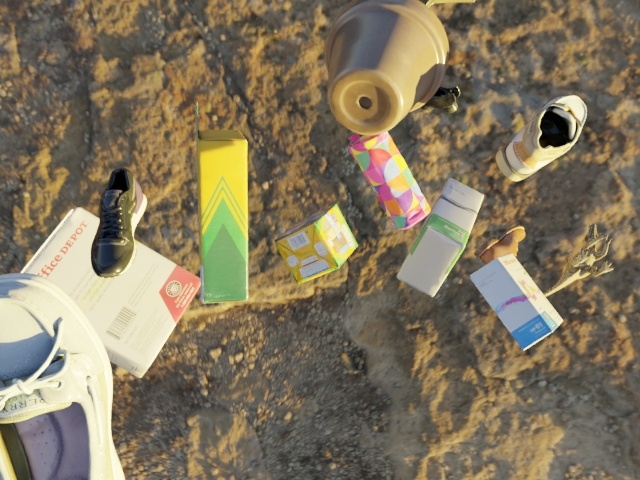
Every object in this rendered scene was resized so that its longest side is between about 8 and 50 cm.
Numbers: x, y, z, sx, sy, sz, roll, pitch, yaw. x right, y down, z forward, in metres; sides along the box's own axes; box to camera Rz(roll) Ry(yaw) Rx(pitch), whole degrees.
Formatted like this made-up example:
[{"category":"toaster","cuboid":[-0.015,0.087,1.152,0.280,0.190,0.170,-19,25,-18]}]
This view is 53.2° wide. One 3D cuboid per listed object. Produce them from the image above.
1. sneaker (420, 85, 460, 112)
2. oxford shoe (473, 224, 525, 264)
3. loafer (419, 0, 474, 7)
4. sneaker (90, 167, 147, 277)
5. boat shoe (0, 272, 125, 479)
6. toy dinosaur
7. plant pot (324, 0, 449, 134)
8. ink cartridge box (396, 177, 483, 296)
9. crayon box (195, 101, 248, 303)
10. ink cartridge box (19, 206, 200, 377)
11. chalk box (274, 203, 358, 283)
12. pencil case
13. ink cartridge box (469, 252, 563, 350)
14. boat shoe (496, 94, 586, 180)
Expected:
[{"category":"sneaker","cuboid":[0.333,-0.413,1.839,0.170,0.089,0.051,23,76,42]},{"category":"oxford shoe","cuboid":[0.468,0.021,1.616,0.212,0.076,0.076,-25,67,-43]},{"category":"loafer","cuboid":[0.355,-0.628,1.571,0.251,0.094,0.087,-25,93,4]},{"category":"sneaker","cuboid":[-0.482,-0.049,1.473,0.107,0.124,0.283,-3,49,1]},{"category":"boat shoe","cuboid":[-0.266,0.189,0.625,0.118,0.103,0.320,-8,104,-6]},{"category":"toy dinosaur","cuboid":[0.388,0.041,0.961,0.053,0.092,0.183,46,70,5]},{"category":"plant pot","cuboid":[0.115,-0.337,1.294,0.263,0.263,0.229,23,44,1]},{"category":"ink cartridge box","cuboid":[0.346,-0.016,1.825,0.122,0.211,0.289,28,40,6]},{"category":"crayon box","cuboid":[-0.173,-0.076,1.116,0.083,0.203,0.322,-2,104,-10]},{"category":"ink cartridge box","cuboid":[-0.553,0.136,1.674,0.385,0.160,0.279,33,61,-7]},{"category":"chalk box","cuboid":[0.000,0.000,1.658,0.132,0.132,0.213,62,28,-8]},{"category":"pencil case","cuboid":[0.153,-0.140,1.425,0.104,0.104,0.236,-35,104,-18]},{"category":"ink cartridge box","cuboid":[0.273,0.081,0.889,0.052,0.089,0.122,-42,74,24]},{"category":"boat shoe","cuboid":[0.484,-0.225,1.316,0.113,0.103,0.302,49,56,-1]}]
